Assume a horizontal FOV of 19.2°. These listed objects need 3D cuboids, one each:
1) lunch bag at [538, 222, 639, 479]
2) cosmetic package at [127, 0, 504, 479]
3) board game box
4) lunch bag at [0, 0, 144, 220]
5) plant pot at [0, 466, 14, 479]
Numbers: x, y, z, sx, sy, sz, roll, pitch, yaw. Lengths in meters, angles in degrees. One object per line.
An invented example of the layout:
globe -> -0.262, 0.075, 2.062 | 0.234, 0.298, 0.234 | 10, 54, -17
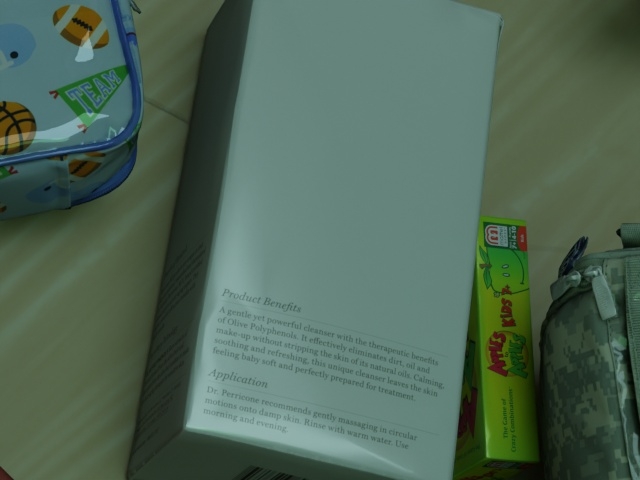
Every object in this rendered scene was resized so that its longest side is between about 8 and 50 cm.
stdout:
lunch bag -> 0.256, 0.160, 1.285 | 0.212, 0.256, 0.305 | -10, 71, 17
cosmetic package -> 0.000, 0.000, 1.335 | 0.197, 0.155, 0.365 | 16, 65, -15
board game box -> 0.118, 0.083, 1.382 | 0.043, 0.092, 0.181 | 6, 68, -18
lunch bag -> -0.267, -0.132, 1.288 | 0.303, 0.115, 0.243 | -11, 73, -11
plant pot -> -0.268, 0.222, 1.108 | 0.243, 0.275, 0.275 | 37, 62, -15
